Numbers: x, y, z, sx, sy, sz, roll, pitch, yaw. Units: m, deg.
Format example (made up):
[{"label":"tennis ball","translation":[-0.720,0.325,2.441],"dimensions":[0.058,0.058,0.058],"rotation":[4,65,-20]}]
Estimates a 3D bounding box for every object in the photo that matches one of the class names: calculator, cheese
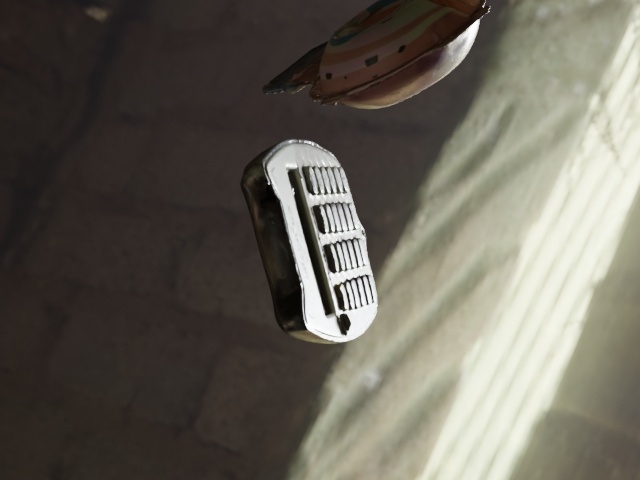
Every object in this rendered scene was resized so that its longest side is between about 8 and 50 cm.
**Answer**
[{"label":"calculator","translation":[0.000,0.000,1.260],"dimensions":[0.040,0.177,0.268],"rotation":[-15,-3,20]},{"label":"cheese","translation":[0.047,-0.173,1.353],"dimensions":[0.286,0.189,0.074],"rotation":[-1,-57,58]}]
